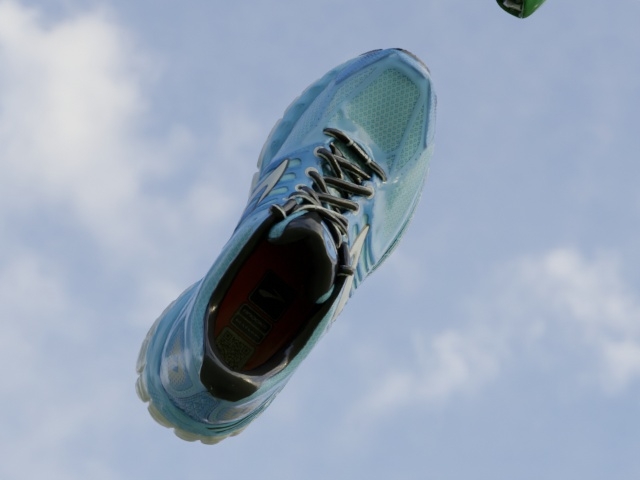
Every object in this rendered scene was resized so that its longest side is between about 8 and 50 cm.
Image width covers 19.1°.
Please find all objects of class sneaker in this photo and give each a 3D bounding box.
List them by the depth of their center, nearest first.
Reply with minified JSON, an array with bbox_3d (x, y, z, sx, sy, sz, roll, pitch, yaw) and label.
[{"bbox_3d":[0.000,0.000,0.667,0.063,0.162,0.073,33,-18,-10],"label":"sneaker"}]

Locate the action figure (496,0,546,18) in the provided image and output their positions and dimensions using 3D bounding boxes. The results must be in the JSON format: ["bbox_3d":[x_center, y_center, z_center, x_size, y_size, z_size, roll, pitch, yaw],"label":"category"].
[{"bbox_3d":[0.036,-0.184,0.839,0.232,0.063,0.137,44,-11,-30],"label":"action figure"}]
